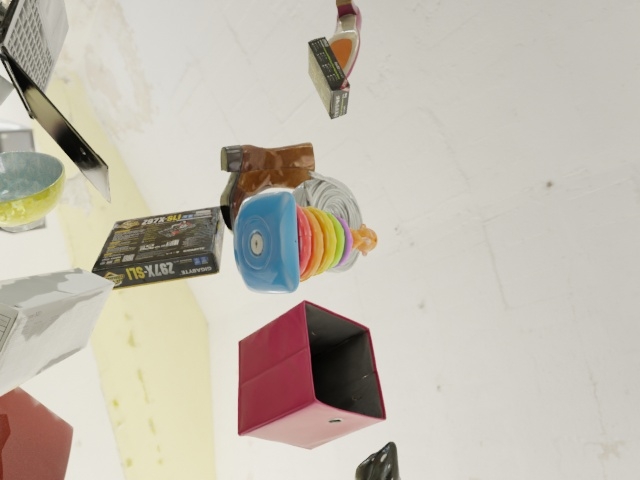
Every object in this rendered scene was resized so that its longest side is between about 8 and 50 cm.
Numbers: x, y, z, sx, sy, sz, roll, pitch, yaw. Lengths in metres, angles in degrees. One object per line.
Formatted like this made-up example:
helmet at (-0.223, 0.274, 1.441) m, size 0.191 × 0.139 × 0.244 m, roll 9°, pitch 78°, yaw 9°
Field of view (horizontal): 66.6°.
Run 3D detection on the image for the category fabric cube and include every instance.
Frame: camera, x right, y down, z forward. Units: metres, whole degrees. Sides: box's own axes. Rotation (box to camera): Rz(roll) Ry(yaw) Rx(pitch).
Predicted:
fabric cube at (-0.031, 0.344, 1.214) m, size 0.258 × 0.254 × 0.259 m, roll -34°, pitch -135°, yaw 29°

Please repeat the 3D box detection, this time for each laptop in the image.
laptop at (-0.515, -0.336, 1.050) m, size 0.382 × 0.236 × 0.408 m, roll -15°, pitch -119°, yaw 66°

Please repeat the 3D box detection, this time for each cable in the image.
cable at (0.016, -0.041, 1.292) m, size 0.089 × 0.257 × 0.257 m, roll -6°, pitch -97°, yaw 37°

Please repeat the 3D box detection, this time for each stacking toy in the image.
stacking toy at (0.000, 0.000, 0.932) m, size 0.165 × 0.301 × 0.175 m, roll -4°, pitch -91°, yaw 49°

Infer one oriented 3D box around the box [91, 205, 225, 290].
box at (-0.437, 0.016, 1.360) m, size 0.257 × 0.321 × 0.079 m, roll -102°, pitch -177°, yaw -59°

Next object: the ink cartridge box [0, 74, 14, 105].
ink cartridge box at (-0.880, -0.319, 1.113) m, size 0.201 × 0.117 × 0.278 m, roll 35°, pitch -94°, yaw 16°

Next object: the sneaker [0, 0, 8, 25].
sneaker at (-0.783, -0.520, 1.083) m, size 0.078 × 0.234 × 0.106 m, roll -2°, pitch -103°, yaw 10°

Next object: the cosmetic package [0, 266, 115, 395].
cosmetic package at (-0.313, 0.091, 0.537) m, size 0.099 × 0.060 × 0.239 m, roll -64°, pitch -176°, yaw -1°

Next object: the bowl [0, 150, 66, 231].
bowl at (-0.864, -0.119, 1.378) m, size 0.289 × 0.289 × 0.156 m, roll 40°, pitch -43°, yaw 37°

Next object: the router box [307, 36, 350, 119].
router box at (0.015, -0.309, 0.934) m, size 0.092 × 0.038 × 0.122 m, roll 96°, pitch -28°, yaw -72°

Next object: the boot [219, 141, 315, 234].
boot at (-0.151, -0.154, 1.433) m, size 0.096 × 0.280 × 0.264 m, roll 21°, pitch -66°, yaw 59°

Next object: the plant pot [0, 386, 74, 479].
plant pot at (-0.596, 0.424, 0.807) m, size 0.267 × 0.267 × 0.236 m, roll 77°, pitch -14°, yaw -47°

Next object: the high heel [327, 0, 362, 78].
high heel at (0.059, -0.446, 1.124) m, size 0.082 × 0.117 × 0.244 m, roll -7°, pitch -110°, yaw 14°

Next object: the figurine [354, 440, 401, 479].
figurine at (0.059, 0.421, 0.673) m, size 0.092 × 0.209 × 0.215 m, roll 9°, pitch -61°, yaw 37°
